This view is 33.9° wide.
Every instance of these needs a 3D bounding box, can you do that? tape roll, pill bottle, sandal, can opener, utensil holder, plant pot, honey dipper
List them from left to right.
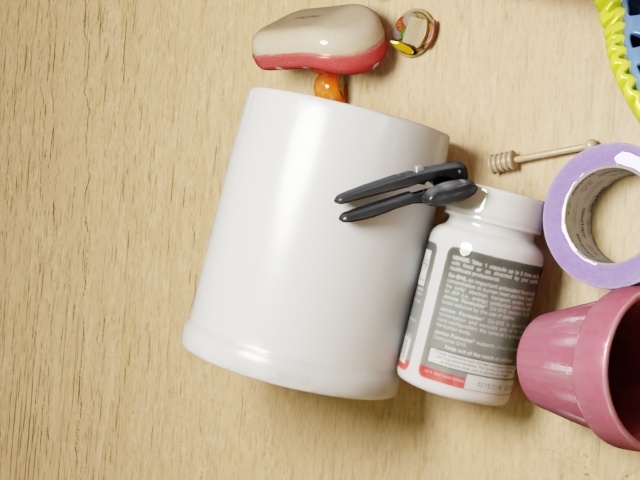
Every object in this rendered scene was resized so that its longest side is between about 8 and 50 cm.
[{"bbox_3d":[0.000,0.000,1.534,0.327,0.327,0.385,16,93,40],"label":"utensil holder"},{"bbox_3d":[0.108,-0.065,1.368,0.186,0.073,0.059,-10,91,-6],"label":"can opener"},{"bbox_3d":[0.214,0.069,1.443,0.161,0.161,0.283,17,94,40],"label":"pill bottle"},{"bbox_3d":[0.312,-0.121,1.471,0.160,0.030,0.030,-10,79,35],"label":"honey dipper"},{"bbox_3d":[0.353,0.156,1.312,0.180,0.201,0.201,-4,83,55],"label":"plant pot"},{"bbox_3d":[0.391,-0.029,1.361,0.189,0.080,0.189,-4,83,39],"label":"tape roll"},{"bbox_3d":[0.425,-0.248,1.293,0.138,0.126,0.317,-20,54,25],"label":"sandal"}]

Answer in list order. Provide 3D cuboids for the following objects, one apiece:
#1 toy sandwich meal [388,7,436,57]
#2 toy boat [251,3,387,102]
[{"bbox_3d":[0.141,-0.323,1.630,0.085,0.029,0.086,-5,83,39],"label":"toy sandwich meal"},{"bbox_3d":[0.007,-0.287,1.685,0.231,0.151,0.151,8,125,47],"label":"toy boat"}]
